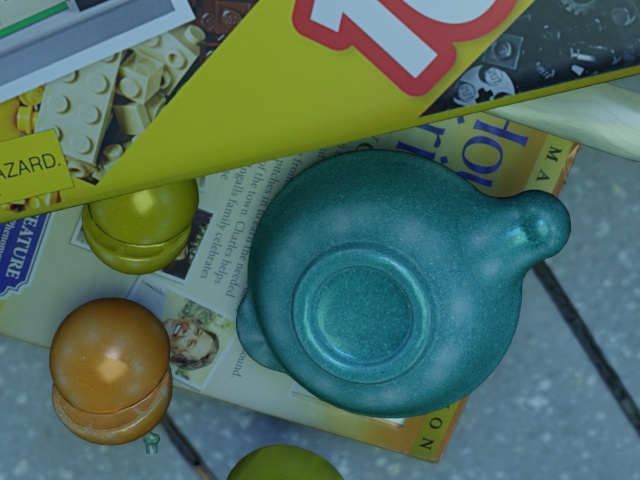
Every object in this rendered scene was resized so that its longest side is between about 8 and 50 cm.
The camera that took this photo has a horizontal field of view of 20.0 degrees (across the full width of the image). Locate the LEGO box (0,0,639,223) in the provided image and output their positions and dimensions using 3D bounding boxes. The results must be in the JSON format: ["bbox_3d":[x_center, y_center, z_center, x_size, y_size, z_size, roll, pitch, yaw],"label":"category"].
[{"bbox_3d":[-0.096,-0.213,0.675,0.500,0.193,0.372,-13,104,14],"label":"LEGO box"}]

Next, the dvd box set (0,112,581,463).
[{"bbox_3d":[-0.081,-0.084,0.900,0.420,0.062,0.307,17,110,-10],"label":"dvd box set"}]

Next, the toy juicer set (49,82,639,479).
[{"bbox_3d":[0.000,0.000,0.868,0.209,0.089,0.329,38,110,1],"label":"toy juicer set"}]
